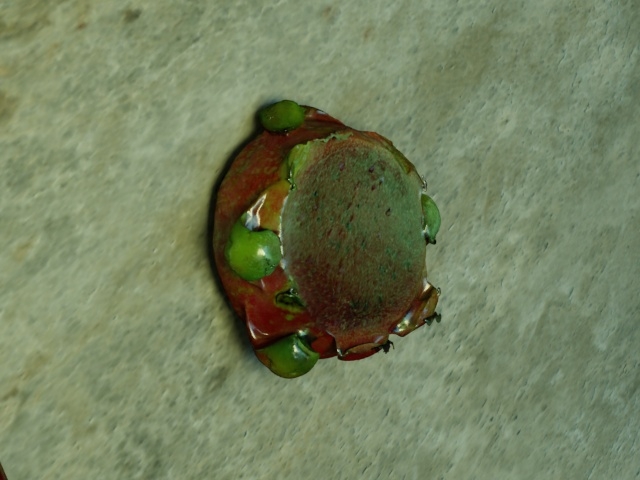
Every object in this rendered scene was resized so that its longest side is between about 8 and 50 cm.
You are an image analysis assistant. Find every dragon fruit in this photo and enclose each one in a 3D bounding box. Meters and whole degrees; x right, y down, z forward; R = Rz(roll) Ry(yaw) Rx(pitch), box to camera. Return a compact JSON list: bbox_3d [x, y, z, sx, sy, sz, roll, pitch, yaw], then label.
[{"bbox_3d":[0.000,0.000,1.281,0.295,0.130,0.268,4,91,-47],"label":"dragon fruit"}]

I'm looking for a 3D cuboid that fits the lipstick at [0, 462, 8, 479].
[{"bbox_3d":[-0.281,0.171,1.074,0.027,0.027,0.176,-37,121,-39],"label":"lipstick"}]
